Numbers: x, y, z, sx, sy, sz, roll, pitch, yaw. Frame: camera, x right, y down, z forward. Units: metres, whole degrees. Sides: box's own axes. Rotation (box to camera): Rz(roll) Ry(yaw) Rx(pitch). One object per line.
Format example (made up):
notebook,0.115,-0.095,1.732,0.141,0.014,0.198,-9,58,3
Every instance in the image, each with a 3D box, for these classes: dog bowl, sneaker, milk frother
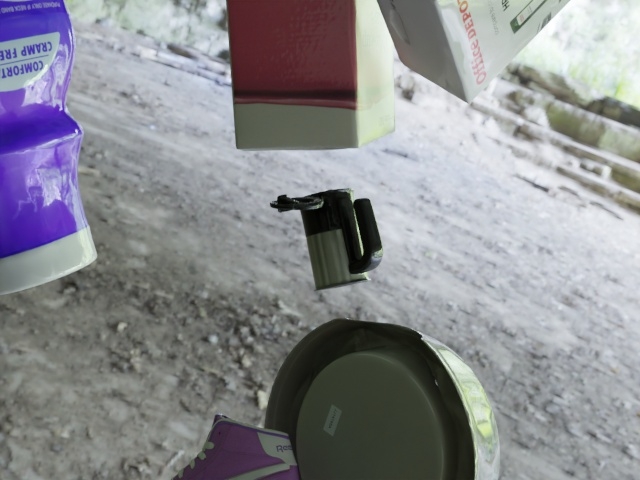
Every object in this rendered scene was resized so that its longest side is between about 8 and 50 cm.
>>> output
dog bowl,0.081,0.272,1.110,0.102,0.348,0.349,8,20,-48
sneaker,-0.160,0.322,1.125,0.282,0.161,0.102,-14,-21,14
milk frother,0.000,0.000,1.149,0.143,0.134,0.129,-9,-6,-23

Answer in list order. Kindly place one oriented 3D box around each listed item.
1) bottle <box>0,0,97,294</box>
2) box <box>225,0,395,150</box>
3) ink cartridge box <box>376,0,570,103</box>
bottle,-0.192,-0.113,0.436,0.118,0.282,0.092,-24,15,-40
box,-0.005,-0.209,0.807,0.127,0.232,0.148,2,14,19
ink cartridge box,0.149,-0.239,0.702,0.086,0.203,0.148,40,-6,32
